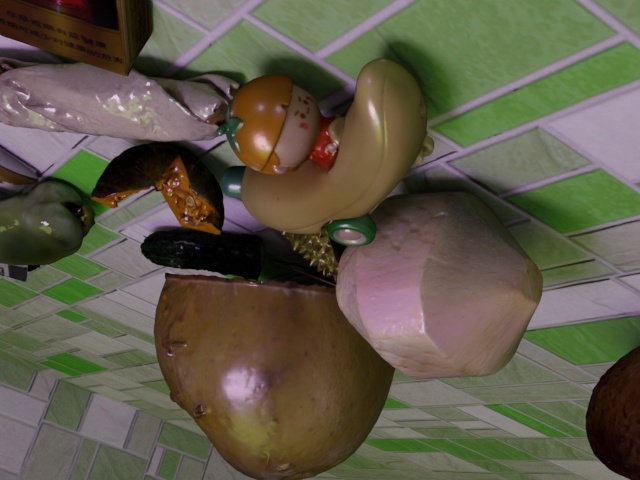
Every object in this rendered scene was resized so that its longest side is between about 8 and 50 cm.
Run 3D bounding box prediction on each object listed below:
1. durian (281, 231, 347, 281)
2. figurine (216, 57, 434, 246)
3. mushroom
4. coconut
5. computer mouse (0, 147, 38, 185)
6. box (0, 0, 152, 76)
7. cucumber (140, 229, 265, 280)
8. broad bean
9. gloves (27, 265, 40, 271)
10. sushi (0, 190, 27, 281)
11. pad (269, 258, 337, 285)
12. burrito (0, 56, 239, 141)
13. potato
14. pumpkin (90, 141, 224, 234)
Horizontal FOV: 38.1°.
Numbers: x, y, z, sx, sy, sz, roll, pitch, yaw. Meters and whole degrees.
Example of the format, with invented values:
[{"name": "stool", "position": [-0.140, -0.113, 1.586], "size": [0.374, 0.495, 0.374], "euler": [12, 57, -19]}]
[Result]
[{"name": "durian", "position": [-0.003, -0.001, 1.291], "size": [0.108, 0.119, 0.187], "euler": [-2, 153, 31]}, {"name": "figurine", "position": [-0.005, -0.107, 1.028], "size": [0.222, 0.124, 0.324], "euler": [20, 154, -14]}, {"name": "mushroom", "position": [0.563, 0.303, 1.359], "size": [0.334, 0.356, 0.331], "euler": [-16, -157, -24]}, {"name": "coconut", "position": [0.159, 0.056, 1.163], "size": [0.259, 0.259, 0.259], "euler": [15, 158, 6]}, {"name": "computer mouse", "position": [-0.541, -0.133, 1.466], "size": [0.102, 0.044, 0.199], "euler": [2, 153, 39]}, {"name": "box", "position": [-0.252, -0.265, 0.905], "size": [0.159, 0.071, 0.240], "euler": [20, 159, -2]}, {"name": "cucumber", "position": [-0.199, 0.018, 1.543], "size": [0.265, 0.077, 0.077], "euler": [7, 156, 25]}, {"name": "broad bean", "position": [-0.478, -0.022, 1.567], "size": [0.228, 0.100, 0.169], "euler": [-11, 149, 23]}, {"name": "gloves", "position": [-0.584, 0.002, 1.747], "size": [0.165, 0.124, 0.203], "euler": [-2, 167, -9]}, {"name": "sushi", "position": [-0.626, -0.016, 1.656], "size": [0.210, 0.040, 0.192], "euler": [17, 120, 5]}, {"name": "pad", "position": [0.051, 0.060, 1.391], "size": [0.158, 0.003, 0.235], "euler": [19, -174, 39]}, {"name": "burrito", "position": [-0.267, -0.175, 1.129], "size": [0.392, 0.076, 0.117], "euler": [8, 151, 17]}, {"name": "potato", "position": [-0.078, 0.218, 1.464], "size": [0.386, 0.319, 0.442], "euler": [4, 172, 18]}, {"name": "pumpkin", "position": [-0.212, -0.078, 1.274], "size": [0.184, 0.107, 0.119], "euler": [19, 167, -26]}]
